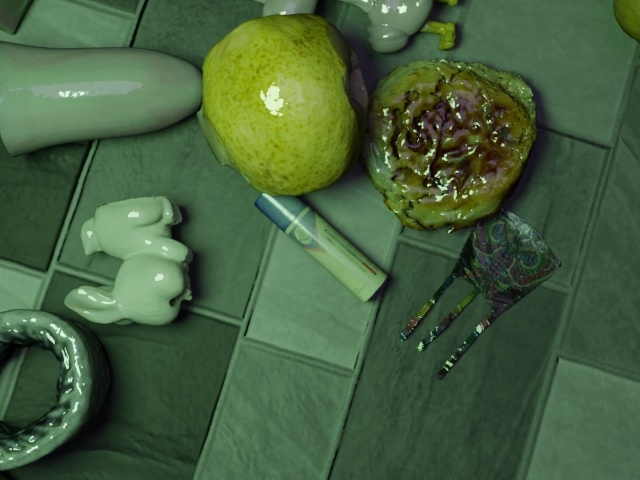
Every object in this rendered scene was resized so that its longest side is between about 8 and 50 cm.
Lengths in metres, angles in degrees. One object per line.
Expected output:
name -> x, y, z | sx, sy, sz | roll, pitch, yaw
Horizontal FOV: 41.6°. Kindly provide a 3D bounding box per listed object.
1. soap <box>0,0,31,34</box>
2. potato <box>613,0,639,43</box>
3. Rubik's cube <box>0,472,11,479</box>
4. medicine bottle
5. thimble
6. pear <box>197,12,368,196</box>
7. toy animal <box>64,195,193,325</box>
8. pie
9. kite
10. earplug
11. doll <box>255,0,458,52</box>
soap -> -0.531, -0.451, 1.289 | 0.199, 0.138, 0.182 | 28, 83, 1
potato -> 0.628, -0.440, 1.322 | 0.290, 0.397, 0.296 | 40, 125, 34
Rubik's cube -> -0.462, 0.504, 1.214 | 0.254, 0.254, 0.255 | 0, 85, -2
medicine bottle -> 0.000, 0.000, 1.307 | 0.231, 0.059, 0.059 | 41, 84, 1
thimble -> -0.432, 0.217, 1.222 | 0.217, 0.157, 0.245 | 45, 84, 5
pear -> -0.046, -0.195, 1.228 | 0.271, 0.271, 0.271 | 0, 85, -2
toy animal -> -0.280, 0.031, 1.259 | 0.178, 0.127, 0.193 | -1, 86, 0
pie -> 0.190, -0.161, 1.317 | 0.308, 0.085, 0.309 | 0, 85, -1
kite -> 0.245, 0.083, 1.331 | 0.152, 0.015, 0.285 | 41, 84, 2
earplug -> -0.323, -0.221, 1.276 | 0.301, 0.172, 0.173 | -5, 85, -10
doll -> 0.039, -0.384, 1.329 | 0.365, 0.094, 0.160 | 6, 92, -1
